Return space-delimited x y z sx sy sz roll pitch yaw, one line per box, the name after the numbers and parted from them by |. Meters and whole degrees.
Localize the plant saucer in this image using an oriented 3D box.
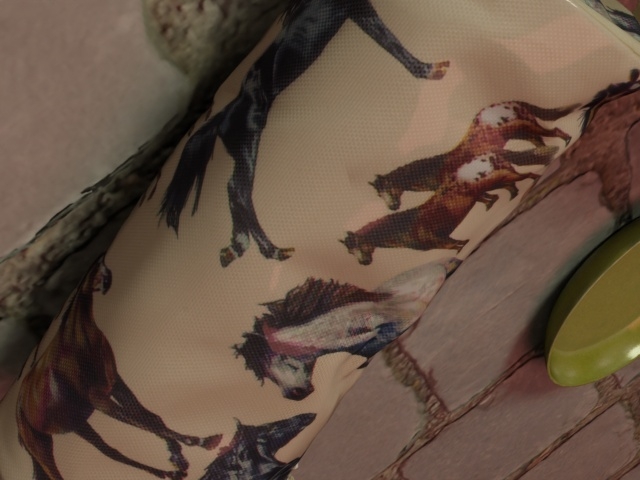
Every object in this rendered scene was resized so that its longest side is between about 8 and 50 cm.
0.306 0.047 0.969 0.240 0.037 0.241 -24 142 -20 | plant saucer

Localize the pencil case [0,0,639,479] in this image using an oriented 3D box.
0.000 0.000 0.531 0.183 0.160 0.410 25 112 -34 | pencil case
